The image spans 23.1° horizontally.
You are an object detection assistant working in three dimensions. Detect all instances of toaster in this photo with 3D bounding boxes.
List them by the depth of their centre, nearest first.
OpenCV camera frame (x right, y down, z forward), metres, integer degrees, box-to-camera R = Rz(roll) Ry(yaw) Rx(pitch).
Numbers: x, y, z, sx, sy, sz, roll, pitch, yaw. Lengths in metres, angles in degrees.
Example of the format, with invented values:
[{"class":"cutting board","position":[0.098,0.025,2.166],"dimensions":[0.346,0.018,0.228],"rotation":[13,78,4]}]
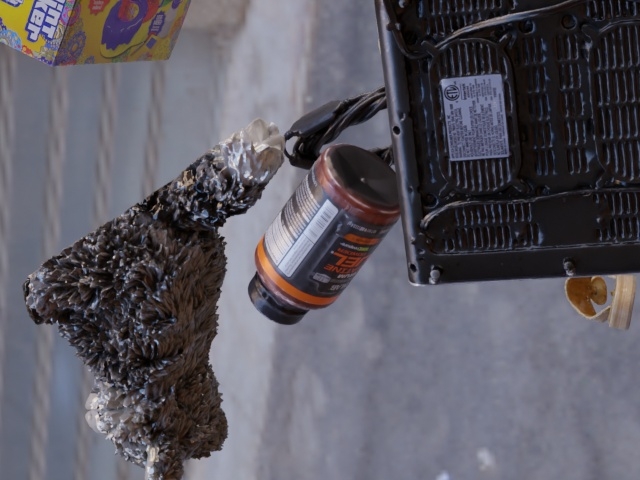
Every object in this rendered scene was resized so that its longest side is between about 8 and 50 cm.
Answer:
[{"class":"toaster","position":[0.117,-0.076,0.772],"dimensions":[0.110,0.168,0.186],"rotation":[-49,-47,-70]}]

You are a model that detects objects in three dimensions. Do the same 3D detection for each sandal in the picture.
[{"class":"sandal","position":[0.338,0.059,1.913],"dimensions":[0.240,0.079,0.088],"rotation":[-29,-51,-80]}]

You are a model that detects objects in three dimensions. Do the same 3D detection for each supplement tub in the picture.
[{"class":"supplement tub","position":[0.000,0.000,1.637],"dimensions":[0.198,0.106,0.106],"rotation":[-54,45,34]}]

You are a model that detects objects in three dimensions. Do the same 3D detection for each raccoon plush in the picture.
[{"class":"raccoon plush","position":[-0.148,0.100,1.759],"dimensions":[0.299,0.216,0.446],"rotation":[57,140,1]}]

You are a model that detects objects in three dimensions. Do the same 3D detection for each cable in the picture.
[{"class":"cable","position":[0.057,-0.119,1.786],"dimensions":[0.184,0.150,0.047],"rotation":[-28,56,22]}]

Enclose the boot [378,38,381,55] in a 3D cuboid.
[{"class":"boot","position":[0.161,-0.277,1.824],"dimensions":[0.203,0.095,0.262],"rotation":[-14,80,23]}]

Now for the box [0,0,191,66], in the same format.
[{"class":"box","position":[-0.320,-0.336,1.794],"dimensions":[0.279,0.290,0.177],"rotation":[26,106,15]}]
